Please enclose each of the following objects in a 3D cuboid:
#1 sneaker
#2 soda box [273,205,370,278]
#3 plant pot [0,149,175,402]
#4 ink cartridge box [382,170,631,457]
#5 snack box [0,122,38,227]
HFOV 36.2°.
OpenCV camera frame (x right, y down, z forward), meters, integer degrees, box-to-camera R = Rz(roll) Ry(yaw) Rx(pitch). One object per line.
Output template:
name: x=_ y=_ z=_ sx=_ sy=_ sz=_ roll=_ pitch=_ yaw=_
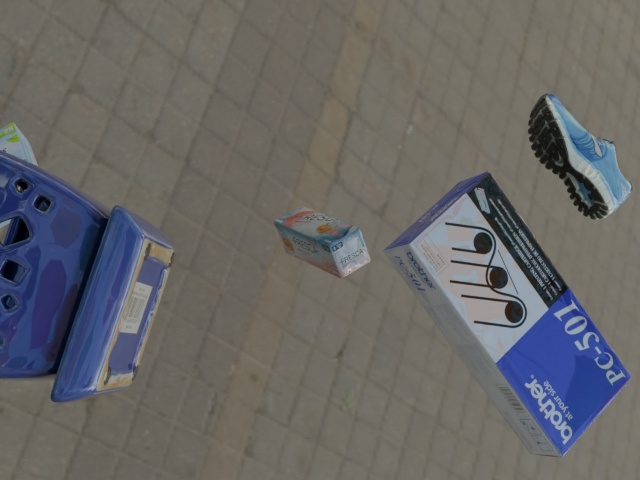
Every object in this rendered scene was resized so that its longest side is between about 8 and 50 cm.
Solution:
sneaker: x=0.306 y=-0.103 z=1.149 sx=0.073 sy=0.063 sz=0.162 roll=-25 pitch=79 yaw=-25
soda box: x=0.000 y=0.000 z=1.510 sx=0.058 sy=0.183 sz=0.063 roll=-30 pitch=116 yaw=-21
plant pot: x=-0.291 y=0.049 z=1.049 sx=0.236 sy=0.212 sz=0.236 roll=73 pitch=35 yaw=-83
ink cartridge box: x=0.149 y=0.059 z=0.768 sx=0.097 sy=0.046 sz=0.207 roll=-41 pitch=100 yaw=-24
snack box: x=-0.609 y=-0.094 z=1.756 sx=0.174 sy=0.207 sz=0.070 roll=59 pitch=-4 yaw=40
